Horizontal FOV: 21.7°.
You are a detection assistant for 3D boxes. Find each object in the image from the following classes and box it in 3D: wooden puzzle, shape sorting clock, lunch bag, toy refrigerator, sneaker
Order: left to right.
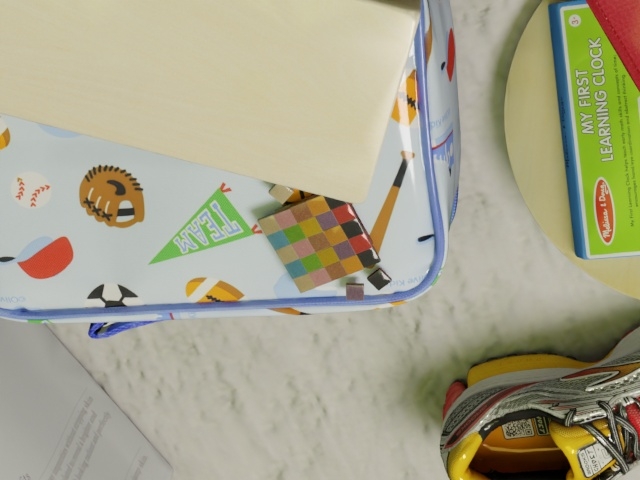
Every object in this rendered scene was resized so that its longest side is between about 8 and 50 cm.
[{"bbox_3d":[-0.094,-0.112,0.794,0.269,0.094,0.102,13,118,-3],"label":"toy refrigerator"},{"bbox_3d":[-0.075,-0.064,0.932,0.303,0.115,0.243,-2,116,10],"label":"lunch bag"},{"bbox_3d":[0.000,0.000,0.891,0.049,0.006,0.083,-22,115,18],"label":"wooden puzzle"},{"bbox_3d":[0.176,0.108,0.968,0.225,0.093,0.088,-18,110,20],"label":"sneaker"},{"bbox_3d":[0.199,-0.066,0.901,0.206,0.040,0.206,3,100,18],"label":"shape sorting clock"}]

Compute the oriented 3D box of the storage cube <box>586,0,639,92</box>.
[{"bbox_3d":[0.198,-0.190,0.760,0.215,0.183,0.193,-30,89,20],"label":"storage cube"}]

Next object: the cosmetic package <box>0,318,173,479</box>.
[{"bbox_3d":[-0.280,0.087,0.978,0.156,0.217,0.385,-35,102,22],"label":"cosmetic package"}]
